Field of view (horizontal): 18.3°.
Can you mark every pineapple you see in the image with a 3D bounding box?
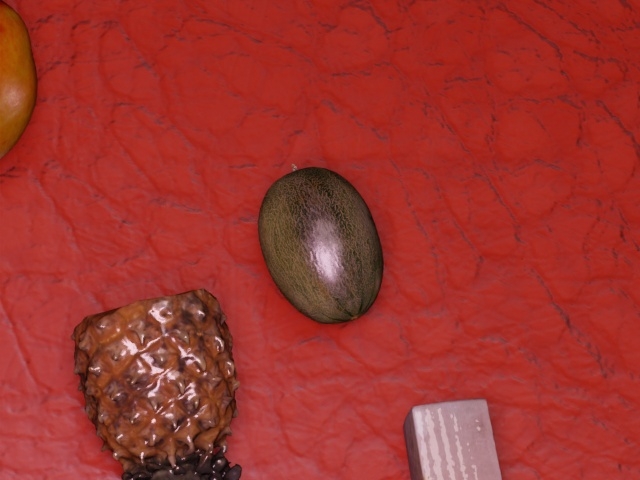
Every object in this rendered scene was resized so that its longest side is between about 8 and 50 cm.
[{"bbox_3d":[-0.131,0.188,1.814,0.157,0.158,0.279,-13,84,-12],"label":"pineapple"}]

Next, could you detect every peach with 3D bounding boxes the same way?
[{"bbox_3d":[-0.368,-0.142,1.883,0.197,0.197,0.197,2,69,-6],"label":"peach"}]

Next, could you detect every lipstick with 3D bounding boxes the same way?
[{"bbox_3d":[0.145,0.334,1.824,0.079,0.076,0.371,-6,71,-7],"label":"lipstick"}]

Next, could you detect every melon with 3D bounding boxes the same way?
[{"bbox_3d":[0.000,0.000,1.909,0.114,0.114,0.167,-14,73,-12],"label":"melon"}]
